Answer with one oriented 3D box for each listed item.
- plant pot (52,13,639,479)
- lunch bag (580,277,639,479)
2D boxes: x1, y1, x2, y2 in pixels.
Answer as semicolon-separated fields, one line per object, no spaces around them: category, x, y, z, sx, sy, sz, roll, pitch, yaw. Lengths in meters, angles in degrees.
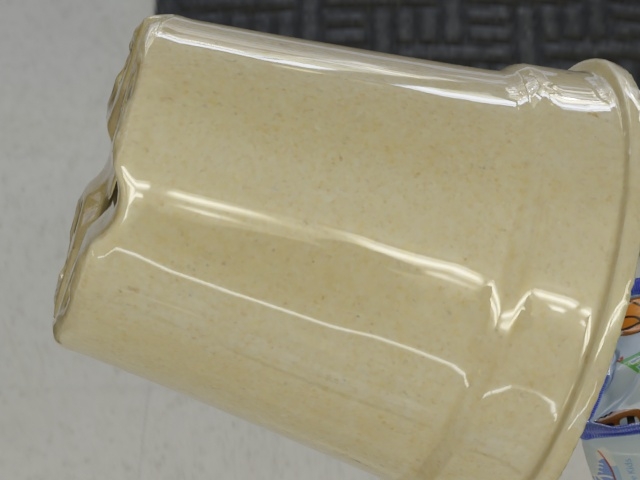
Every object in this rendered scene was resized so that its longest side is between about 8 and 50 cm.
plant pot;0.000;0.000;1.109;0.306;0.334;0.333;16;59;-12
lunch bag;0.444;0.181;1.414;0.386;0.327;0.239;-9;35;24
